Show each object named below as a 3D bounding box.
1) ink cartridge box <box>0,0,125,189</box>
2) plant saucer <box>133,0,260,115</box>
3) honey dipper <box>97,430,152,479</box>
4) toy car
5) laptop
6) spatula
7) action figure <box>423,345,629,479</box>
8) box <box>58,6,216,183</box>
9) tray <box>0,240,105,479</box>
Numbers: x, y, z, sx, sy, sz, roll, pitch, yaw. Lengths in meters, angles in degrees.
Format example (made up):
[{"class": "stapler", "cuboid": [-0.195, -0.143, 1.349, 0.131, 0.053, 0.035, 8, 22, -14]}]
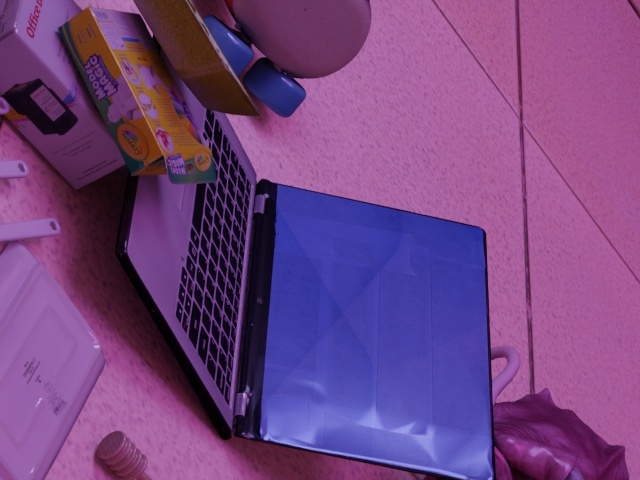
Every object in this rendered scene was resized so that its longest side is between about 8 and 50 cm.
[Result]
[{"class": "ink cartridge box", "cuboid": [-0.247, -0.156, 1.757, 0.175, 0.072, 0.127, 49, 27, -32]}, {"class": "plant saucer", "cuboid": [-0.137, -0.207, 1.823, 0.188, 0.045, 0.188, 59, 1, 13]}, {"class": "honey dipper", "cuboid": [-0.138, 0.227, 1.668, 0.161, 0.030, 0.030, 51, 27, -33]}, {"class": "toy car", "cuboid": [-0.068, -0.309, 2.193, 0.238, 0.219, 0.210, 47, 8, 39]}, {"class": "laptop", "cuboid": [0.000, 0.000, 1.900, 0.382, 0.236, 0.408, -87, 158, -48]}, {"class": "spatula", "cuboid": [-0.311, -0.061, 1.587, 0.242, 0.019, 0.168, -11, 76, -61]}, {"class": "action figure", "cuboid": [0.210, 0.239, 2.111, 0.370, 0.248, 0.276, 2, 65, -67]}, {"class": "box", "cuboid": [-0.163, -0.125, 1.741, 0.179, 0.043, 0.105, 61, 21, 10]}, {"class": "tray", "cuboid": [-0.245, 0.113, 1.556, 0.145, 0.030, 0.270, 57, 25, -20]}]
